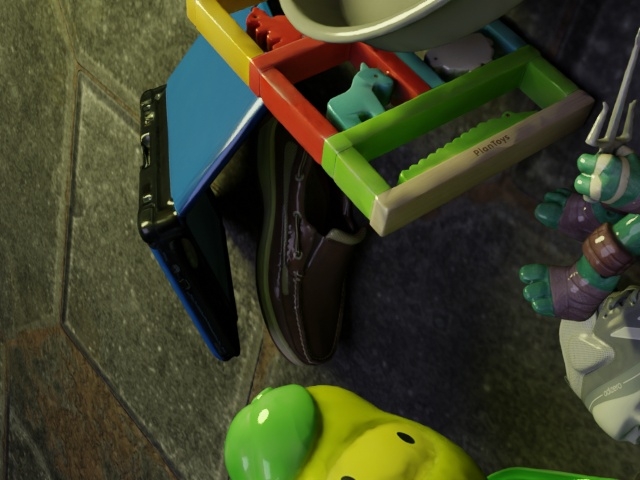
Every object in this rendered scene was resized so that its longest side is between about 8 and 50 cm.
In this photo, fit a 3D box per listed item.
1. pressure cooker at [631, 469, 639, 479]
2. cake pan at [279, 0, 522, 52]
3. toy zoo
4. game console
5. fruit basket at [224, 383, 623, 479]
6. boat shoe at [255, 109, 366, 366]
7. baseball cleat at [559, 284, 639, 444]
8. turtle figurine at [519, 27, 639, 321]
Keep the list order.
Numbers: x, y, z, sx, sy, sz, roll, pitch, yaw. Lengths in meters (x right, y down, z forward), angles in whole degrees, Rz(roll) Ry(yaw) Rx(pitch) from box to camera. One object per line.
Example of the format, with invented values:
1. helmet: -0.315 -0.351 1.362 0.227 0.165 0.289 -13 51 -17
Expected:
1. pressure cooker: 0.331 0.252 0.256 0.420 0.369 0.376 0 106 53
2. cake pan: 0.086 -0.246 0.515 0.293 0.054 0.293 -28 49 38
3. toy zoo: 0.033 -0.151 0.603 0.293 0.192 0.030 49 154 25
4. game console: -0.080 -0.079 0.783 0.293 0.173 0.250 -107 -6 -56
5. fruit basket: 0.095 0.252 0.529 0.282 0.392 0.392 -10 95 50
6. boat shoe: -0.005 0.001 0.775 0.095 0.095 0.258 3 104 43
7. baseball cleat: 0.224 0.045 0.541 0.109 0.072 0.206 50 131 35
8. turtle figurine: 0.207 -0.052 0.475 0.118 0.175 0.234 41 141 10
